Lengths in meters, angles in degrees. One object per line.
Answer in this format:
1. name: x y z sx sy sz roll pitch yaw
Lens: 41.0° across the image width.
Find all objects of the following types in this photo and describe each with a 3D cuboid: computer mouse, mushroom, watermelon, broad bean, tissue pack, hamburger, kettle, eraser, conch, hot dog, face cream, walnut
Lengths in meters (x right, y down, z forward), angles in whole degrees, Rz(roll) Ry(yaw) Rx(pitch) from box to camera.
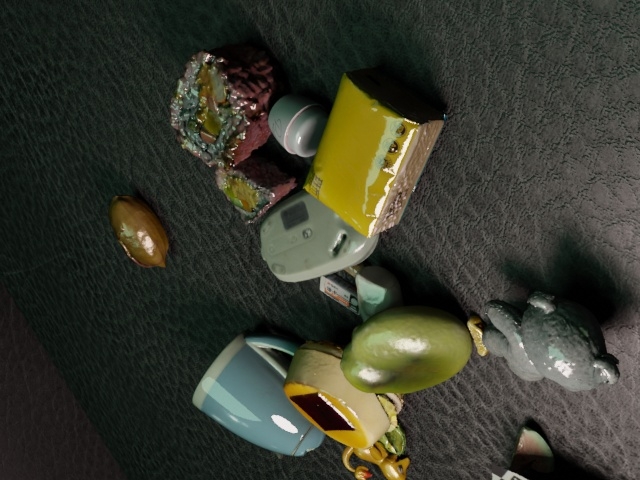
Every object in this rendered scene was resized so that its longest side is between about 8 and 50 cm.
1. computer mouse: -0.001 -0.022 1.861 0.330 0.095 0.197 -19 78 41
2. mushroom: 0.126 0.170 1.904 0.118 0.103 0.270 32 143 24
3. watermelon: 0.446 0.455 1.818 0.101 0.080 0.155 12 114 27
4. broad bean: 0.175 0.234 1.804 0.291 0.119 0.238 -20 129 19
5. tissue pack: 0.095 -0.165 1.611 0.192 0.134 0.271 37 128 22
6. hamburger: 0.056 0.356 2.034 0.300 0.176 0.300 30 154 16
7. kettle: -0.117 0.404 2.258 0.342 0.247 0.320 34 113 12
8. eraser: 0.053 0.121 1.997 0.122 0.029 0.052 31 137 27
9. conch: 0.170 0.481 2.115 0.121 0.074 0.089 57 153 2
10. hot dog: 0.333 0.196 1.760 0.034 0.030 0.090 -4 116 46
11. face cream: -0.041 -0.236 1.747 0.104 0.117 0.117 39 141 30
12. walnut: -0.507 -0.022 2.396 0.137 0.137 0.245 -13 109 50

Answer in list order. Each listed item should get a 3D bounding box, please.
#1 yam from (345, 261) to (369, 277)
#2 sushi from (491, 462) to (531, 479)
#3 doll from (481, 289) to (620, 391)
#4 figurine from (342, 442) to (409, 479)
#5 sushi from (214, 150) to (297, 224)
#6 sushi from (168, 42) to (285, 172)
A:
1. yam: 0.000 0.000 1.945 0.264 0.046 0.046 37 140 19
2. sushi: 0.527 0.583 1.821 0.320 0.069 0.339 19 147 26
3. doll: 0.421 0.179 1.589 0.246 0.158 0.340 44 171 3
4. figurine: 0.137 0.561 2.175 0.176 0.122 0.121 37 174 10
5. sushi: -0.154 -0.141 1.935 0.161 0.107 0.241 52 157 -2
6. sushi: -0.200 -0.300 1.823 0.236 0.171 0.270 44 139 12
